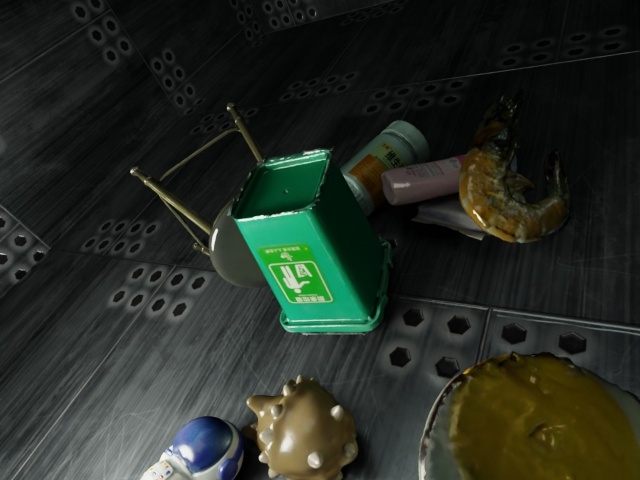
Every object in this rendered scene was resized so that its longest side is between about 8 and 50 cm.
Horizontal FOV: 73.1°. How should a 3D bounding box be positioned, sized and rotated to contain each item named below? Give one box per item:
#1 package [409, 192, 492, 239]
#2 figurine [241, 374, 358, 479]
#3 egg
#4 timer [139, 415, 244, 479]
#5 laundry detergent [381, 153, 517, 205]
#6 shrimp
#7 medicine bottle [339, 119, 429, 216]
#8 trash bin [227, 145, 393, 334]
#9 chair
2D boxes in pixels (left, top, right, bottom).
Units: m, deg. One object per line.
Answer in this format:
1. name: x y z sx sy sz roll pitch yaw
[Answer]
1. package: 0.374 -0.086 1.097 0.203 0.062 0.250 19 45 42
2. figurine: -0.048 0.336 0.792 0.177 0.173 0.247 -44 43 -17
3. egg: 0.282 0.328 0.590 0.336 0.201 0.338 0 57 0
4. timer: -0.298 0.474 0.765 0.270 0.271 0.383 14 41 39
5. laundry detergent: 0.332 -0.168 1.115 0.334 0.088 0.159 -12 26 -3
6. shrimp: 0.476 -0.190 1.024 0.271 0.085 0.446 19 64 0
7. medicine bottle: 0.155 -0.192 1.248 0.318 0.158 0.158 -42 42 -16
8. trash bin: 0.000 0.000 0.958 0.258 0.381 0.295 -5 45 24
9. chair: -0.237 -0.096 1.230 0.364 0.362 0.410 -37 44 -11
